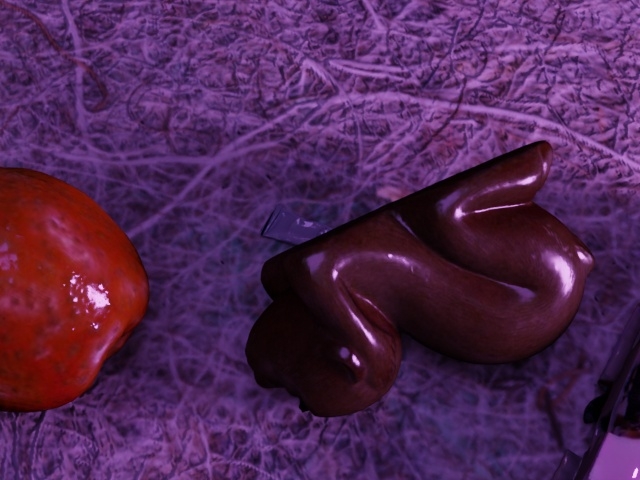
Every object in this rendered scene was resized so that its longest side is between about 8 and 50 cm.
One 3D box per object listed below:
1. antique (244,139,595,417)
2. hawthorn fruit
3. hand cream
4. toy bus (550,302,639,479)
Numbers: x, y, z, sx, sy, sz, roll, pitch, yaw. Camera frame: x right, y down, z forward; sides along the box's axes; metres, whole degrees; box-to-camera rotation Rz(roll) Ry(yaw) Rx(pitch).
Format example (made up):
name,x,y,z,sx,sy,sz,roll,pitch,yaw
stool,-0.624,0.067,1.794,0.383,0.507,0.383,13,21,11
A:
name,x,y,z,sx,sy,sz,roll,pitch,yaw
antique,0.069,0.039,0.753,0.257,0.121,0.143,-22,94,-12
hawthorn fruit,-0.213,0.032,0.730,0.189,0.189,0.189,0,65,0
hand cream,0.000,0.000,0.829,0.093,0.019,0.030,20,68,17
toy bus,0.266,0.084,0.747,0.112,0.090,0.274,31,70,4
